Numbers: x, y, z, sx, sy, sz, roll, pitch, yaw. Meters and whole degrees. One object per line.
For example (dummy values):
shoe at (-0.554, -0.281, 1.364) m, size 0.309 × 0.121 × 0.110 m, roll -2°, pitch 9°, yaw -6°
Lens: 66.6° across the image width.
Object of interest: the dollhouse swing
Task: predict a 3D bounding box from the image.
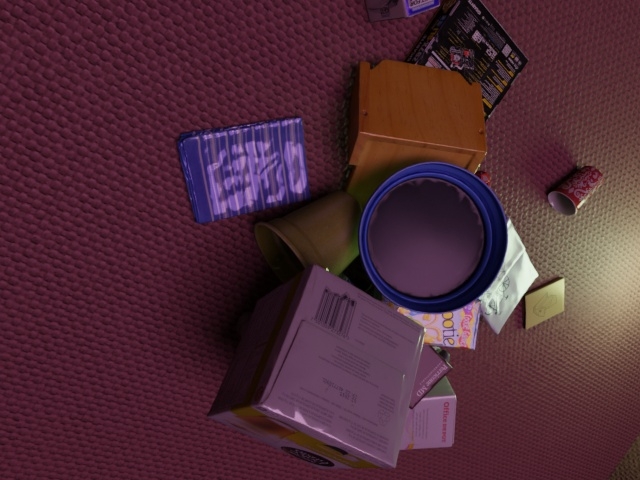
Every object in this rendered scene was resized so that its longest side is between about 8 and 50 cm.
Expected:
dollhouse swing at (0.238, -0.276, 1.396) m, size 0.347 × 0.305 × 0.315 m, roll 6°, pitch 69°, yaw -9°

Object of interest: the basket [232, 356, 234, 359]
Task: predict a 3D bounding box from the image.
basket at (-0.173, 0.414, 1.420) m, size 0.154 × 0.227 × 0.204 m, roll -22°, pitch 117°, yaw -15°

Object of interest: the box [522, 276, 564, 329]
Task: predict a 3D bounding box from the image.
box at (0.895, 0.252, 1.955) m, size 0.201 × 0.021 × 0.164 m, roll -21°, pitch 116°, yaw -16°

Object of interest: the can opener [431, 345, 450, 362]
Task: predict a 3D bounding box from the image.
can opener at (0.378, 0.512, 1.788) m, size 0.074 × 0.093 × 0.280 m, roll 13°, pitch 108°, yaw -28°

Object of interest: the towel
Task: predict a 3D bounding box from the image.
towel at (-0.191, -0.187, 1.295) m, size 0.336 × 0.040 × 0.243 m, roll -15°, pitch 115°, yaw -19°

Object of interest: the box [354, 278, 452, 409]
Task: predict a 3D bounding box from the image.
box at (0.207, 0.324, 1.539) m, size 0.191 × 0.143 × 0.381 m, roll -46°, pitch 100°, yaw -3°

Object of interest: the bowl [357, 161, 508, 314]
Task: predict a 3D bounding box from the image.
bowl at (0.286, -0.006, 1.269) m, size 0.391 × 0.077 × 0.390 m, roll 0°, pitch 91°, yaw -6°

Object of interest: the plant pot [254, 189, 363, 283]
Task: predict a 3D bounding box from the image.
plant pot at (0.000, 0.000, 1.343) m, size 0.254 × 0.276 × 0.276 m, roll -36°, pitch 120°, yaw -22°

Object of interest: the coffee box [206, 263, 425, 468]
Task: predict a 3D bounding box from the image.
coffee box at (-0.010, 0.318, 1.168) m, size 0.338 × 0.334 × 0.338 m, roll 32°, pitch 55°, yaw -16°

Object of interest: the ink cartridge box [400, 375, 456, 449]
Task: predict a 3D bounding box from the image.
ink cartridge box at (0.304, 0.609, 1.714) m, size 0.306 × 0.131 × 0.226 m, roll -3°, pitch 110°, yaw -4°

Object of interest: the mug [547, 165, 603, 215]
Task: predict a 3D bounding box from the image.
mug at (0.923, -0.181, 1.774) m, size 0.169 × 0.150 × 0.113 m, roll -41°, pitch 84°, yaw -10°

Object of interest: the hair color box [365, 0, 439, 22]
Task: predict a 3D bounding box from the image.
hair color box at (0.165, -0.718, 1.168) m, size 0.110 × 0.185 × 0.338 m, roll -24°, pitch 118°, yaw -16°

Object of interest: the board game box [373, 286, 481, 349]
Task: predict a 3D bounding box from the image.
board game box at (0.292, 0.212, 1.388) m, size 0.276 × 0.144 × 0.142 m, roll 6°, pitch 94°, yaw -2°

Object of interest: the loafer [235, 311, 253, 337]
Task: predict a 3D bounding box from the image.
loafer at (-0.104, 0.304, 1.475) m, size 0.320 × 0.111 × 0.112 m, roll 19°, pitch 101°, yaw -28°

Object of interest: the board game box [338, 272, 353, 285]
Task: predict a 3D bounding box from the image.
board game box at (-0.012, 0.163, 1.451) m, size 0.201 × 0.136 × 0.035 m, roll -42°, pitch 120°, yaw -5°

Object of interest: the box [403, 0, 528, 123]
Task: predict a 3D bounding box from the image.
box at (0.430, -0.521, 1.424) m, size 0.322 × 0.079 × 0.257 m, roll 31°, pitch 97°, yaw -30°

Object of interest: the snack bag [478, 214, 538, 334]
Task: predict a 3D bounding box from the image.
snack bag at (0.654, 0.137, 1.752) m, size 0.323 × 0.037 × 0.342 m, roll -49°, pitch 122°, yaw -18°

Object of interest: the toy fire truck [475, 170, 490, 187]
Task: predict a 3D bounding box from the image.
toy fire truck at (0.459, -0.204, 1.573) m, size 0.192 × 0.047 × 0.135 m, roll -22°, pitch 115°, yaw -16°

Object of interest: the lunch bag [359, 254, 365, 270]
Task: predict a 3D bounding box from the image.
lunch bag at (0.232, 0.020, 1.534) m, size 0.219 × 0.090 × 0.176 m, roll -18°, pitch 118°, yaw -16°
